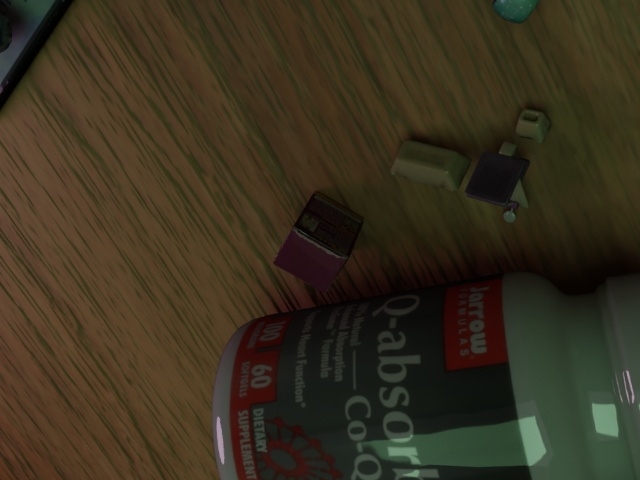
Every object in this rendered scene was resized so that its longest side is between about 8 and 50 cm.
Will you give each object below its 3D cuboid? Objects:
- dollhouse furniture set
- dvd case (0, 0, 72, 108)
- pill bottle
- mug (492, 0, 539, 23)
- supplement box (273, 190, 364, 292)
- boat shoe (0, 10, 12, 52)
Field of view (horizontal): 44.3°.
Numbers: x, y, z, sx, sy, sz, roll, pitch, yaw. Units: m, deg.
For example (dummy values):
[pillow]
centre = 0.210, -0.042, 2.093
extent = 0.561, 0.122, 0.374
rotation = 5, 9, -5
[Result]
[dollhouse furniture set]
centre = 0.129, -0.064, 0.672
extent = 0.114, 0.091, 0.081
rotation = 18, 163, 29
[dvd case]
centre = -0.358, -0.243, 0.696
extent = 0.253, 0.022, 0.180
rotation = 42, 117, -8
[pill bottle]
centre = 0.112, 0.140, 0.661
extent = 0.363, 0.210, 0.210
rotation = -12, 112, 18
[mug]
centre = 0.170, -0.239, 0.526
extent = 0.157, 0.097, 0.129
rotation = -23, 108, 23
[supplement box]
centre = 0.000, 0.000, 0.691
extent = 0.055, 0.083, 0.043
rotation = 31, 118, -1
[boat shoe]
centre = -0.347, -0.188, 0.677
extent = 0.183, 0.083, 0.065
rotation = 26, 123, 32
